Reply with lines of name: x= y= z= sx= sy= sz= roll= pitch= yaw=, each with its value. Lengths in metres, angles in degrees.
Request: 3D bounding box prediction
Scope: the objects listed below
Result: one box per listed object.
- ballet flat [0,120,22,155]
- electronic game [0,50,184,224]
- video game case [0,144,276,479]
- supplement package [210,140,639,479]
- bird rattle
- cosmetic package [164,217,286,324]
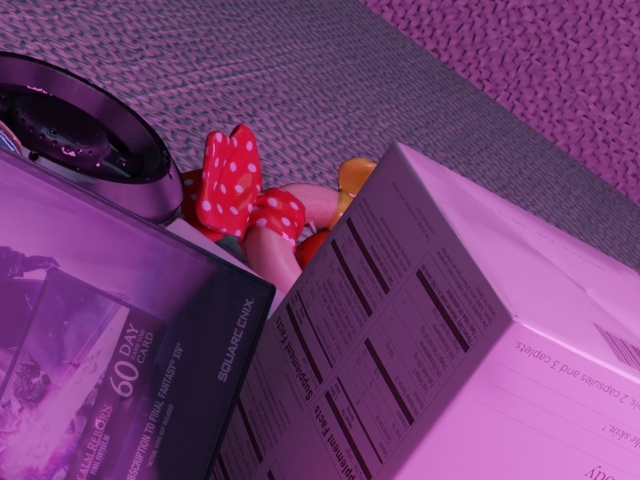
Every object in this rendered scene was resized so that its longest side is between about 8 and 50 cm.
ballet flat: x=-0.289 y=-0.090 z=1.271 sx=0.168 sy=0.057 sz=0.052 roll=27 pitch=8 yaw=-28
electronic game: x=-0.213 y=-0.082 z=1.410 sx=0.229 sy=0.048 sz=0.229 roll=26 pitch=23 yaw=-12
video game case: x=-0.168 y=0.055 z=0.886 sx=0.274 sy=0.196 sz=0.026 roll=28 pitch=-21 yaw=-25
supplement package: x=0.070 y=0.129 z=0.977 sx=0.199 sy=0.263 sz=0.198 roll=26 pitch=18 yaw=-28
bird rattle: x=0.000 y=0.000 z=1.490 sx=0.253 sy=0.143 sz=0.207 roll=11 pitch=45 yaw=-50
cosmetic package: x=-0.031 y=0.096 z=1.174 sx=0.239 sy=0.099 sz=0.060 roll=35 pitch=15 yaw=3
